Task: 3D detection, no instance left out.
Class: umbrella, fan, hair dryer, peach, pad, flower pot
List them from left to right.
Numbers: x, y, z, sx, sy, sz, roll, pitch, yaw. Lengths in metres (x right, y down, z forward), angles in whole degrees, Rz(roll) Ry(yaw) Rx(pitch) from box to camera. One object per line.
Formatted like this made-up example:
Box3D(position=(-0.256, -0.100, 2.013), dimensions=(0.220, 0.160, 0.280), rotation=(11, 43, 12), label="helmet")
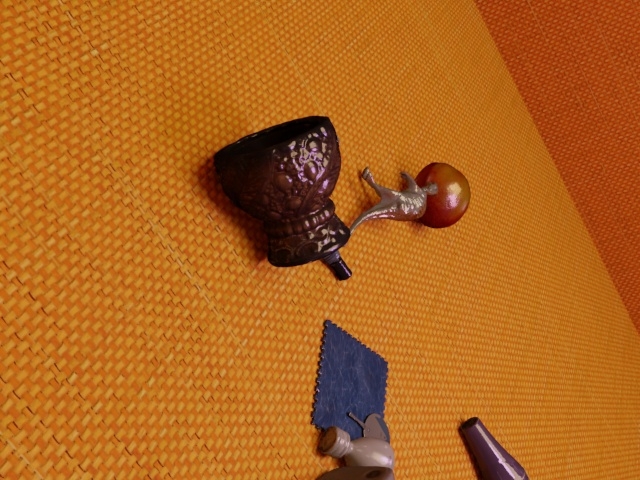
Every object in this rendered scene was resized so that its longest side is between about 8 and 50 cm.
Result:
Box3D(position=(-0.064, -0.100, 1.568), dimensions=(0.266, 0.266, 0.267), rotation=(-44, 122, -52), label="flower pot")
Box3D(position=(0.002, -0.001, 1.766), dimensions=(0.250, 0.053, 0.052), rotation=(52, 38, -24), label="umbrella")
Box3D(position=(0.077, 0.356, 1.739), dimensions=(0.269, 0.012, 0.270), rotation=(38, 47, -39), label="pad")
Box3D(position=(0.116, 0.451, 1.731), dimensions=(0.175, 0.005, 0.113), rotation=(47, 42, -31), label="fan")
Box3D(position=(0.353, -0.125, 2.198), dimensions=(0.197, 0.197, 0.197), rotation=(27, 54, -45), label="peach")
Box3D(position=(0.480, 0.675, 1.986), dimensions=(0.301, 0.121, 0.361), rotation=(56, 18, -7), label="hair dryer")

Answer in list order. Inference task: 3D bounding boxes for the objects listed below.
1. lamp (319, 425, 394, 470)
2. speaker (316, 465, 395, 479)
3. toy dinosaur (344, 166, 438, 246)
Box3D(position=(0.085, 0.472, 1.624), dimensions=(0.193, 0.106, 0.106), rotation=(36, 47, -28), label="lamp")
Box3D(position=(0.013, 0.606, 1.396), dimensions=(0.406, 0.183, 0.184), rotation=(-24, 99, -55), label="speaker")
Box3D(position=(0.179, -0.109, 1.980), dimensions=(0.205, 0.092, 0.393), rotation=(42, 47, 0), label="toy dinosaur")
